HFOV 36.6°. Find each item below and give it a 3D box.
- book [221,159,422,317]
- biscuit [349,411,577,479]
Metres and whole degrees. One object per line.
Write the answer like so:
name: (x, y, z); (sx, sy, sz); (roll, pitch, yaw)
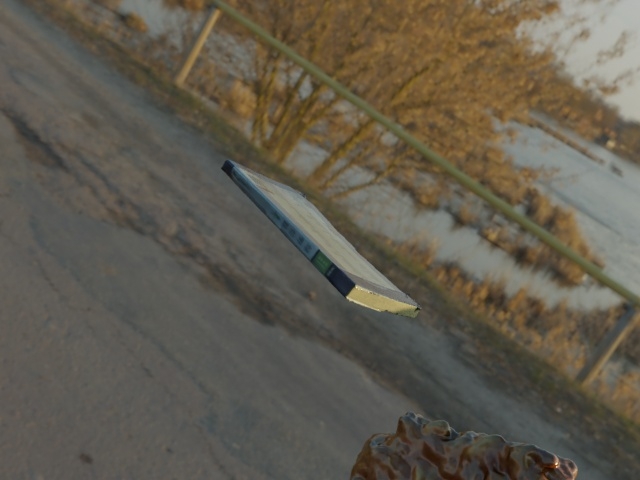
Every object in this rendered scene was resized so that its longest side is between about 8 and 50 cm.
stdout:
book: (-0.001, 0.001, 1.081); (0.231, 0.026, 0.157); (45, 13, 32)
biscuit: (0.162, 0.400, 1.300); (0.318, 0.312, 0.110); (10, -23, 33)
